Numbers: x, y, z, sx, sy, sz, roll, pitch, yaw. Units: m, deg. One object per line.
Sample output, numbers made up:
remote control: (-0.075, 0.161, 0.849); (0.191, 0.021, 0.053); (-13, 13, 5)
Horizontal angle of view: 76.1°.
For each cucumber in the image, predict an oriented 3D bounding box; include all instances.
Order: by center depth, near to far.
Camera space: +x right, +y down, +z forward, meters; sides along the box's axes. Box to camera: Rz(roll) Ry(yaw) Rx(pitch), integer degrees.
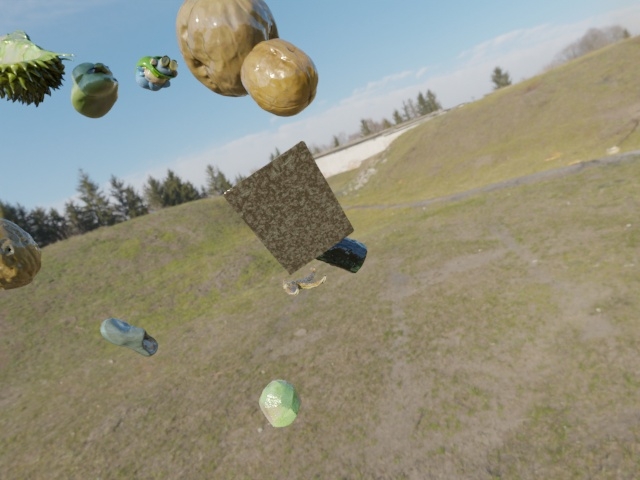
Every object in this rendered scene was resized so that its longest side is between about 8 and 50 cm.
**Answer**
cucumber: (0.001, 0.000, 0.921); (0.062, 0.211, 0.078); (-48, 25, 43)

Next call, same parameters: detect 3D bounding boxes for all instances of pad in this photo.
pad: (-0.044, -0.046, 0.729); (0.158, 0.235, 0.003); (-34, 42, 1)

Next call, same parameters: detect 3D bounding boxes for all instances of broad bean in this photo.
broad bean: (-0.753, -0.502, 1.370); (0.228, 0.100, 0.169); (-39, 5, 44)

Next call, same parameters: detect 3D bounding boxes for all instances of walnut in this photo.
walnut: (-0.115, -0.456, 1.145); (0.195, 0.222, 0.195); (-45, -6, -6)
walnut: (-0.971, 0.038, 1.240); (0.198, 0.245, 0.198); (-30, 22, 13)
walnut: (-0.326, -0.719, 1.490); (0.384, 0.383, 0.383); (-21, 9, 3)

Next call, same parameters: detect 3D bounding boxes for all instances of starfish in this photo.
starfish: (-0.055, 0.145, 1.370); (0.138, 0.050, 0.247); (-19, 10, -10)

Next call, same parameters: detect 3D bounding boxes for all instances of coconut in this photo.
coconut: (-0.082, 0.325, 0.829); (0.083, 0.082, 0.081); (-8, 24, 13)

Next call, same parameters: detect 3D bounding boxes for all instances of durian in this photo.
durian: (-0.710, -0.407, 0.930); (0.352, 0.169, 0.158); (32, 6, 35)

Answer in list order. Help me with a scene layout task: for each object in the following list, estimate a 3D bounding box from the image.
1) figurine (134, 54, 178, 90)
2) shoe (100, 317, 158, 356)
figurine: (-0.749, -0.776, 1.878); (0.263, 0.143, 0.162); (-2, -8, 44)
shoe: (-0.561, 0.286, 1.242); (0.078, 0.195, 0.079); (-28, 40, 15)
